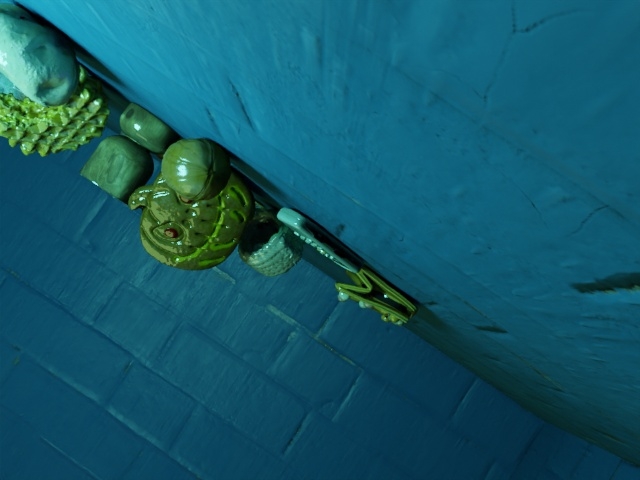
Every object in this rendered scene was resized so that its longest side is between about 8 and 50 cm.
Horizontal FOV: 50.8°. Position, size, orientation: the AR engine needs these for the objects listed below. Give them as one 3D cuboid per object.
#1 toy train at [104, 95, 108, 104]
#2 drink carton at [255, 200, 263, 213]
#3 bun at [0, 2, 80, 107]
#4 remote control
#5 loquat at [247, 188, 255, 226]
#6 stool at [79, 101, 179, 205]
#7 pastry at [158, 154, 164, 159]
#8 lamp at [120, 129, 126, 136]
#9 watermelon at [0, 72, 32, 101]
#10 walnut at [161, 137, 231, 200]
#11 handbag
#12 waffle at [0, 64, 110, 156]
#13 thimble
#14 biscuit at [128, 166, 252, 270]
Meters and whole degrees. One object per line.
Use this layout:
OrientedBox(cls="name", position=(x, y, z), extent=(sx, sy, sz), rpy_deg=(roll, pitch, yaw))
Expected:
OrientedBox(cls="toy train", position=(-0.878, -0.518, 2.305), extent=(0.308, 0.126, 0.189), rpy_deg=(33, 175, 6))
OrientedBox(cls="drink carton", position=(-0.269, -0.119, 2.474), extent=(0.084, 0.074, 0.200), rpy_deg=(36, 173, -14))
OrientedBox(cls="bun", position=(-0.693, -0.449, 1.613), extent=(0.273, 0.168, 0.273), rpy_deg=(46, 178, 2))
OrientedBox(cls="remote control", position=(0.000, 0.000, 1.986), extent=(0.296, 0.056, 0.140), rpy_deg=(37, 173, -35))
OrientedBox(cls="loquat", position=(-0.287, -0.121, 2.116), extent=(0.172, 0.150, 0.204), rpy_deg=(-86, -22, -49))
OrientedBox(cls="stool", position=(-0.571, -0.257, 2.019), extent=(0.179, 0.264, 0.179), rpy_deg=(34, 174, 4))
OrientedBox(cls="pastry", position=(-0.469, -0.279, 2.193), extent=(0.153, 0.081, 0.153), rpy_deg=(33, 170, 6))
OrientedBox(cls="lamp", position=(-0.702, -0.388, 2.538), extent=(0.105, 0.105, 0.105), rpy_deg=(34, 175, 3))
OrientedBox(cls="watermelon", position=(-0.911, -0.529, 2.108), extent=(0.290, 0.214, 0.319), rpy_deg=(37, 131, 7))
OrientedBox(cls="walnut", position=(-0.313, -0.181, 1.703), extent=(0.167, 0.167, 0.207), rpy_deg=(37, 173, -28))
OrientedBox(cls="handbag", position=(0.186, 0.194, 2.303), extent=(0.283, 0.133, 0.401), rpy_deg=(29, 175, 3))
OrientedBox(cls="waffle", position=(-0.776, -0.380, 1.968), extent=(0.261, 0.324, 0.151), rpy_deg=(34, -143, -61))
OrientedBox(cls="thimble", position=(-0.163, 0.007, 2.227), extent=(0.219, 0.219, 0.150), rpy_deg=(29, 172, 45))
OrientedBox(cls="biscuit", position=(-0.392, -0.073, 1.994), extent=(0.351, 0.394, 0.070), rpy_deg=(13, -146, -12))
